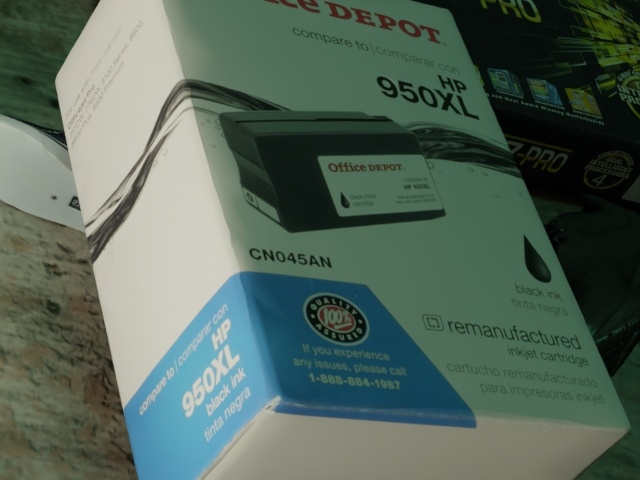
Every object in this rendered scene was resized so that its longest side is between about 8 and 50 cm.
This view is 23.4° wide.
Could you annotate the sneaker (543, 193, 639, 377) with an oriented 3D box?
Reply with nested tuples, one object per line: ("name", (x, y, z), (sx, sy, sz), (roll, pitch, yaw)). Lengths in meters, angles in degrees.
("sneaker", (0.229, 0.044, 1.344), (0.130, 0.109, 0.286), (34, 28, 10))

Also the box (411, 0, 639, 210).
("box", (0.187, -0.189, 1.548), (0.395, 0.097, 0.318), (11, 41, -25))

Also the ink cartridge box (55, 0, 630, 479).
("ink cartridge box", (0.000, 0.000, 1.076), (0.285, 0.166, 0.395), (8, 47, -33))

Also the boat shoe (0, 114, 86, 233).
("boat shoe", (-0.183, -0.055, 1.171), (0.183, 0.065, 0.083), (30, 35, -15))
